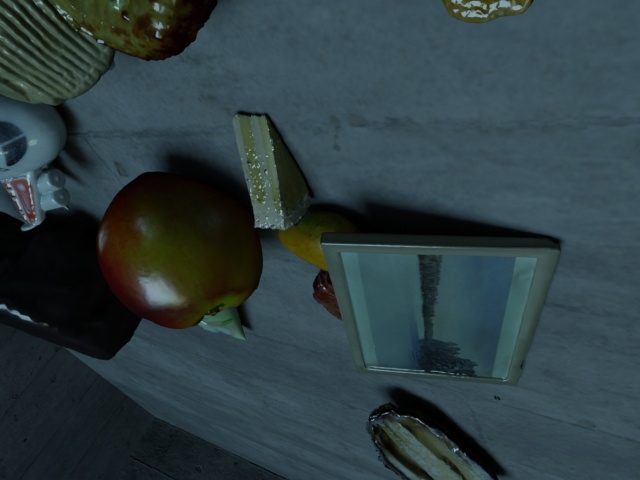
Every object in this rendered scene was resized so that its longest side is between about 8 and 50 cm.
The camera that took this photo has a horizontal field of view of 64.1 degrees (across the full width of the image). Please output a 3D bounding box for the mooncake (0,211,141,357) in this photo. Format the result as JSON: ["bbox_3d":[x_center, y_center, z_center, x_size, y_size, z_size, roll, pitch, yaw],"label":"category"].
[{"bbox_3d":[-0.529,0.095,1.017,0.381,0.212,0.350,14,150,22],"label":"mooncake"}]

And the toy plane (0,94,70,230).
[{"bbox_3d":[-0.452,-0.126,0.683,0.252,0.118,0.252,5,125,8],"label":"toy plane"}]

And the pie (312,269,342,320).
[{"bbox_3d":[0.060,0.080,0.652,0.154,0.038,0.153,21,149,13],"label":"pie"}]

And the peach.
[{"bbox_3d":[-0.175,0.008,0.622,0.197,0.197,0.197,22,148,14],"label":"peach"}]

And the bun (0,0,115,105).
[{"bbox_3d":[-0.264,-0.207,0.437,0.113,0.167,0.173,54,154,37],"label":"bun"}]

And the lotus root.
[{"bbox_3d":[0.204,0.383,0.943,0.167,0.078,0.329,-26,119,29],"label":"lotus root"}]

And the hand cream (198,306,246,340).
[{"bbox_3d":[-0.194,0.094,0.865,0.147,0.093,0.306,30,159,10],"label":"hand cream"}]

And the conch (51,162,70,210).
[{"bbox_3d":[-0.448,-0.117,0.782,0.180,0.065,0.088,49,148,-13],"label":"conch"}]

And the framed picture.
[{"bbox_3d":[0.127,0.089,0.573,0.213,0.016,0.289,2,142,14],"label":"framed picture"}]

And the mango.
[{"bbox_3d":[0.000,0.000,0.571,0.114,0.057,0.079,15,153,30],"label":"mango"}]

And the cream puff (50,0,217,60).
[{"bbox_3d":[-0.135,-0.205,0.359,0.149,0.084,0.149,14,139,13],"label":"cream puff"}]

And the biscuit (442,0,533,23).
[{"bbox_3d":[0.088,-0.206,0.215,0.166,0.036,0.225,28,147,3],"label":"biscuit"}]

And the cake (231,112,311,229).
[{"bbox_3d":[-0.055,-0.070,0.520,0.052,0.065,0.121,2,132,35],"label":"cake"}]
